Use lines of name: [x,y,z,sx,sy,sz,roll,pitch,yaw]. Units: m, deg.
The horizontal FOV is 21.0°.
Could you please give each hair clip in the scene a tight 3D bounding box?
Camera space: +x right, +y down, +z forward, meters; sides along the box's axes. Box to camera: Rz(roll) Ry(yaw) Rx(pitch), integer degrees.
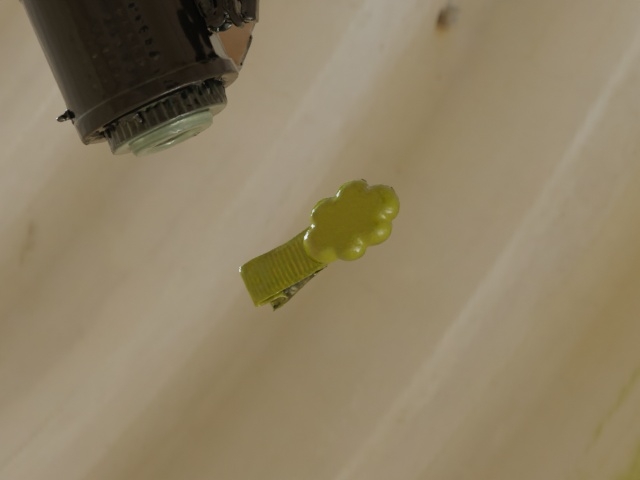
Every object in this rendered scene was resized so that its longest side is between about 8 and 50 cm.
hair clip: [0.000,0.000,1.651,0.046,0.173,0.072,9,-129,-64]

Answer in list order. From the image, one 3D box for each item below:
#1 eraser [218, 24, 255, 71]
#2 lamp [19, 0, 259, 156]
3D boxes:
eraser: [-0.237,-0.332,2.428,0.290,0.087,0.171,23,-143,-11]
lamp: [-0.233,-0.232,2.021,0.374,0.272,0.205,-5,180,10]
